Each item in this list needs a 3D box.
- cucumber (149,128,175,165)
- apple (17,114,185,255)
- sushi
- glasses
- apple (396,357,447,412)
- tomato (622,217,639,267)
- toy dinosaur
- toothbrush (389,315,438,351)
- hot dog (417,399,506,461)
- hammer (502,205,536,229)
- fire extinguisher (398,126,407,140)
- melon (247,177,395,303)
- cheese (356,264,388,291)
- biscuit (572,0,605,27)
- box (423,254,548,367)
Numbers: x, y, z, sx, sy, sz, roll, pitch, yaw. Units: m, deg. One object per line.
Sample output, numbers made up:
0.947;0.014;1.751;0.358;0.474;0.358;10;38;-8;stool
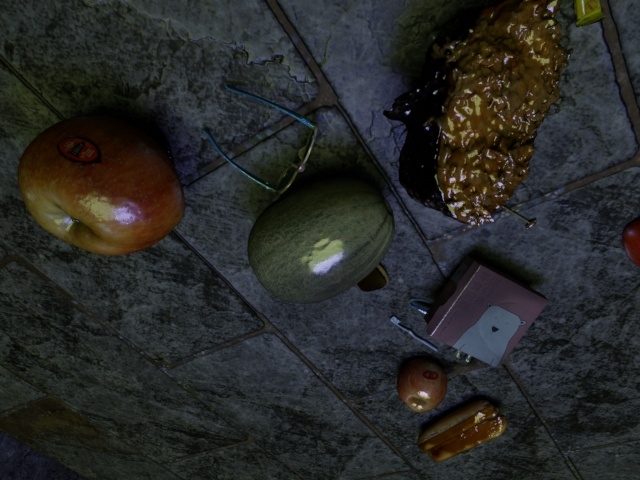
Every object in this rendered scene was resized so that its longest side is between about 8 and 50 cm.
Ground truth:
-0.347;-0.163;1.040;0.053;0.053;0.181;5;127;4;cucumber
-0.441;-0.100;0.942;0.309;0.250;0.277;23;130;29;apple
0.235;-0.208;0.765;0.235;0.207;0.348;10;101;-8;sushi
-0.116;-0.217;0.972;0.221;0.088;0.189;40;127;2;glasses
0.296;0.425;1.371;0.147;0.131;0.146;8;131;9;apple
0.758;0.014;1.005;0.166;0.082;0.174;-27;118;25;tomato
0.385;0.240;1.249;0.363;0.076;0.147;15;112;-8;toy dinosaur
0.267;0.266;1.321;0.193;0.013;0.019;37;116;-20;toothbrush
0.445;0.618;1.528;0.135;0.100;0.337;37;124;-10;hot dog
0.424;-0.062;1.036;0.123;0.014;0.029;29;118;-12;hammer
0.267;-0.195;0.897;0.231;0.099;0.071;11;167;-3;fire extinguisher
0.000;0.000;0.996;0.329;0.248;0.248;-27;121;23;melon
0.101;0.060;1.164;0.086;0.036;0.162;-20;123;25;cheese
0.392;-0.469;0.704;0.048;0.026;0.291;-26;123;3;biscuit
0.391;0.170;1.138;0.215;0.086;0.215;26;105;-14;box
